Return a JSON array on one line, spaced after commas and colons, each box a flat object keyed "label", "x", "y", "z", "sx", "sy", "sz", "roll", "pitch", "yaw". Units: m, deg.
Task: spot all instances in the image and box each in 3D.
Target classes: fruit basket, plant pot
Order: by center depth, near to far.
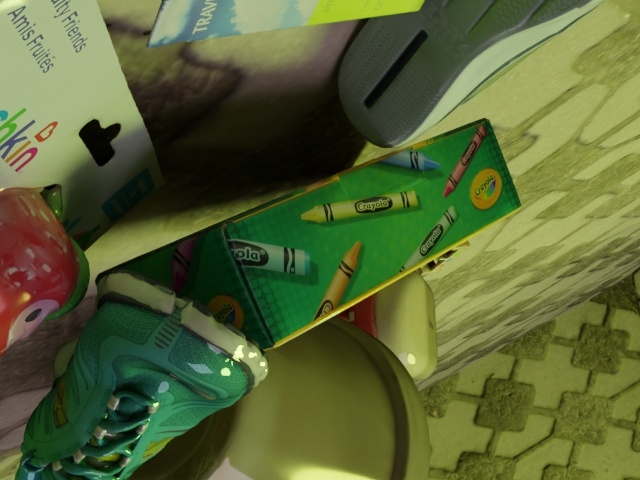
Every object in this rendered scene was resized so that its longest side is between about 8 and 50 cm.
[{"label": "fruit basket", "x": -0.214, "y": 0.057, "z": 0.406, "sx": 0.353, "sy": 0.165, "sz": 0.327, "roll": -38, "pitch": 175, "yaw": -11}, {"label": "plant pot", "x": -0.089, "y": 0.193, "z": 0.837, "sx": 0.323, "sy": 0.323, "sz": 0.280, "roll": -35, "pitch": 146, "yaw": 11}]

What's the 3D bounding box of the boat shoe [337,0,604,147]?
[{"label": "boat shoe", "x": 0.113, "y": -0.163, "z": 0.502, "sx": 0.094, "sy": 0.109, "sz": 0.302, "roll": -34, "pitch": 178, "yaw": -37}]

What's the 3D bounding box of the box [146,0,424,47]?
[{"label": "box", "x": 0.000, "y": -0.153, "z": 0.405, "sx": 0.178, "sy": 0.042, "sz": 0.109, "roll": -18, "pitch": 158, "yaw": -34}]

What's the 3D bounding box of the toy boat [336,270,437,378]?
[{"label": "toy boat", "x": 0.075, "y": 0.116, "z": 1.145, "sx": 0.151, "sy": 0.151, "sz": 0.231, "roll": -5, "pitch": 167, "yaw": 13}]

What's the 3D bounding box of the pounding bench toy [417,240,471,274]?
[{"label": "pounding bench toy", "x": 0.153, "y": 0.001, "z": 1.055, "sx": 0.065, "sy": 0.052, "sz": 0.083, "roll": -41, "pitch": 160, "yaw": 27}]

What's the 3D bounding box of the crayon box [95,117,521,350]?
[{"label": "crayon box", "x": 0.000, "y": 0.000, "z": 0.618, "sx": 0.278, "sy": 0.081, "sz": 0.165, "roll": -25, "pitch": -176, "yaw": -42}]

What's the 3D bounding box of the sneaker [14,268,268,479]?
[{"label": "sneaker", "x": -0.116, "y": 0.104, "z": 0.491, "sx": 0.275, "sy": 0.107, "sz": 0.110, "roll": -44, "pitch": -164, "yaw": 53}]
